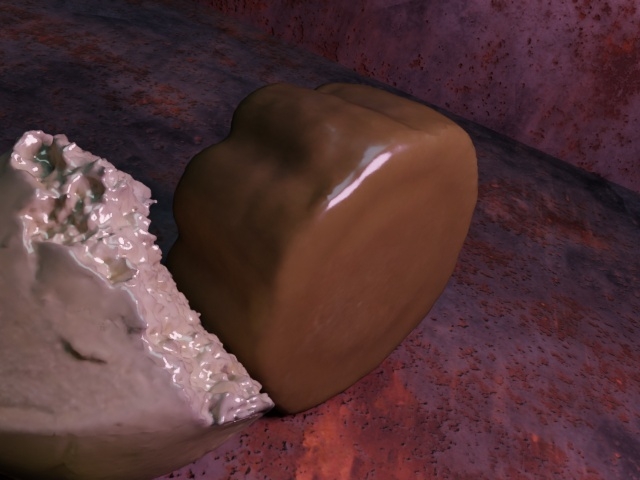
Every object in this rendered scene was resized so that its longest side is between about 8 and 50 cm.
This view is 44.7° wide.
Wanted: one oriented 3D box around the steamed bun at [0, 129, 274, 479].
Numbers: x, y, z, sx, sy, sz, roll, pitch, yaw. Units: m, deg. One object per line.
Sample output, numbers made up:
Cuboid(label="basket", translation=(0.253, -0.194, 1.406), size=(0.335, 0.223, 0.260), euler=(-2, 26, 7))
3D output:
Cuboid(label="steamed bun", translation=(-0.180, 0.096, 0.647), size=(0.272, 0.273, 0.290), euler=(39, -13, 23))

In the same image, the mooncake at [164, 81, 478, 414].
Cuboid(label="mooncake", translation=(0.000, 0.000, 0.908), size=(0.201, 0.378, 0.378), euler=(36, 30, 32))
